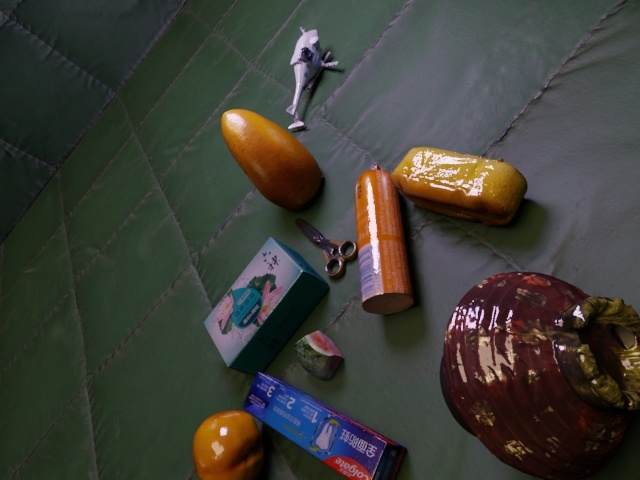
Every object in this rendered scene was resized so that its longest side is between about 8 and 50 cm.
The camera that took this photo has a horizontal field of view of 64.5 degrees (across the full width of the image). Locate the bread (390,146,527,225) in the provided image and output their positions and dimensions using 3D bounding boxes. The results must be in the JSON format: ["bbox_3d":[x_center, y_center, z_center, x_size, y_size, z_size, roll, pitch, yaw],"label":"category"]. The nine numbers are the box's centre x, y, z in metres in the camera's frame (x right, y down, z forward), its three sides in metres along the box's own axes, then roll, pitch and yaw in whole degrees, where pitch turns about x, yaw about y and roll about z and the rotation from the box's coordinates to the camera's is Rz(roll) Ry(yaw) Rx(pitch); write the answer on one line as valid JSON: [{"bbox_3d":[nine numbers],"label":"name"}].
[{"bbox_3d":[0.228,-0.091,0.874,0.245,0.102,0.094,23,75,46],"label":"bread"}]

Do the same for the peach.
[{"bbox_3d":[-0.163,0.378,0.907,0.138,0.138,0.138,-23,51,31],"label":"peach"}]

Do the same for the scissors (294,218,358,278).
[{"bbox_3d":[0.000,0.000,1.087,0.088,0.017,0.220,-53,41,4],"label":"scissors"}]

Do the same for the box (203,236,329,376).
[{"bbox_3d":[-0.117,0.136,1.052,0.245,0.092,0.153,-53,42,4],"label":"box"}]

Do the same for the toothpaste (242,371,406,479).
[{"bbox_3d":[-0.007,0.314,0.859,0.320,0.066,0.076,13,74,46],"label":"toothpaste"}]

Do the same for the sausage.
[{"bbox_3d":[0.110,-0.020,0.942,0.092,0.093,0.312,-25,50,30],"label":"sausage"}]

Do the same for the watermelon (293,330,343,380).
[{"bbox_3d":[-0.002,0.214,0.934,0.085,0.072,0.092,56,145,35],"label":"watermelon"}]

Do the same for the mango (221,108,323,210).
[{"bbox_3d":[-0.115,-0.191,1.133,0.138,0.257,0.187,-30,47,26],"label":"mango"}]

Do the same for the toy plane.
[{"bbox_3d":[-0.054,-0.435,1.348,0.182,0.107,0.273,26,88,53],"label":"toy plane"}]

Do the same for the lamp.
[{"bbox_3d":[0.258,0.150,0.593,0.246,0.247,0.247,-23,51,31],"label":"lamp"}]
